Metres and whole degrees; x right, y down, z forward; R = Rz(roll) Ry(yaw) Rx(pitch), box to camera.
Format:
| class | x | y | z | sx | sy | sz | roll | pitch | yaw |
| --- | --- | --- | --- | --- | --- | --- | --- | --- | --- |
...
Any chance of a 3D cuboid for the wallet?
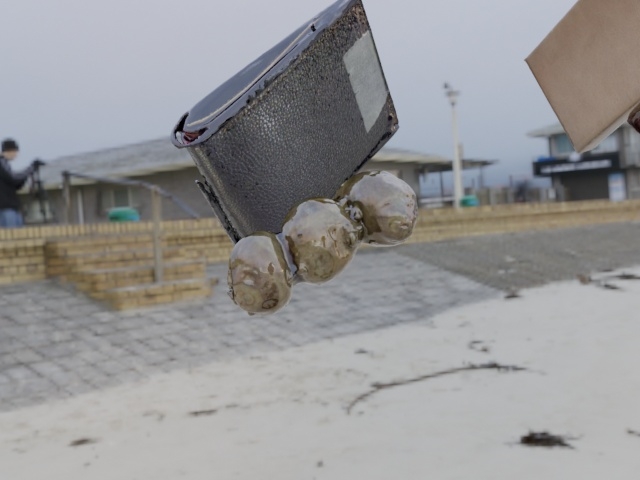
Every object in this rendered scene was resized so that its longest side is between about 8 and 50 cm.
| class | x | y | z | sx | sy | sz | roll | pitch | yaw |
| --- | --- | --- | --- | --- | --- | --- | --- | --- | --- |
| wallet | -0.031 | -0.126 | 1.043 | 0.262 | 0.221 | 0.071 | -41 | 51 | -12 |

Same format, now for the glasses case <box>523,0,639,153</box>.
| class | x | y | z | sx | sy | sz | roll | pitch | yaw |
| --- | --- | --- | --- | --- | --- | --- | --- | --- | --- |
| glasses case | 0.212 | -0.122 | 0.541 | 0.070 | 0.102 | 0.193 | -20 | -15 | -23 |

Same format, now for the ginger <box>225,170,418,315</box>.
| class | x | y | z | sx | sy | sz | roll | pitch | yaw |
| --- | --- | --- | --- | --- | --- | --- | --- | --- | --- |
| ginger | 0.000 | 0.000 | 0.862 | 0.204 | 0.080 | 0.104 | -27 | 27 | -14 |
